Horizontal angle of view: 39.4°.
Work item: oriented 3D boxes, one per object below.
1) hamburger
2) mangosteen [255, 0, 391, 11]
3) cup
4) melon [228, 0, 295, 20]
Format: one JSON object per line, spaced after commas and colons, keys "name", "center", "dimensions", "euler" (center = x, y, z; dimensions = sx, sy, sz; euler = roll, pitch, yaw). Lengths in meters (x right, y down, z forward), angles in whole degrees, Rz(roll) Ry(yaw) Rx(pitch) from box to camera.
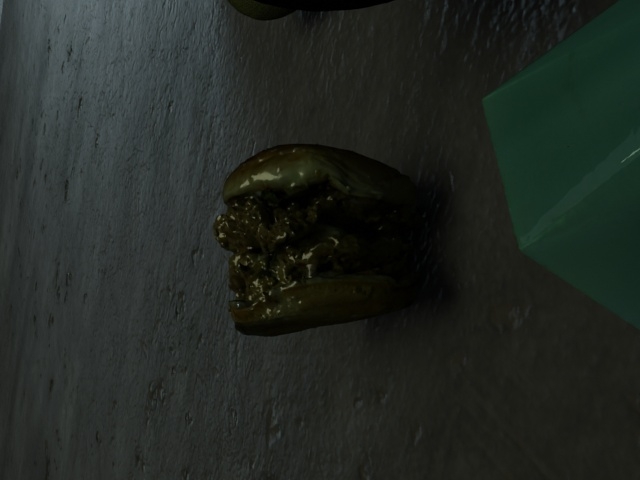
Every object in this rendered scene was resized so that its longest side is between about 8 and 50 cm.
{"name": "hamburger", "center": [0.000, 0.000, 0.670], "dimensions": [0.185, 0.159, 0.131], "euler": [95, 168, -79]}
{"name": "mangosteen", "center": [0.007, -0.292, 0.503], "dimensions": [0.330, 0.330, 0.330], "euler": [-11, 77, 61]}
{"name": "cup", "center": [0.192, -0.067, 0.335], "dimensions": [0.235, 0.148, 0.134], "euler": [-35, 30, 52]}
{"name": "melon", "center": [-0.033, -0.266, 0.804], "dimensions": [0.162, 0.099, 0.099], "euler": [-41, 52, 50]}
